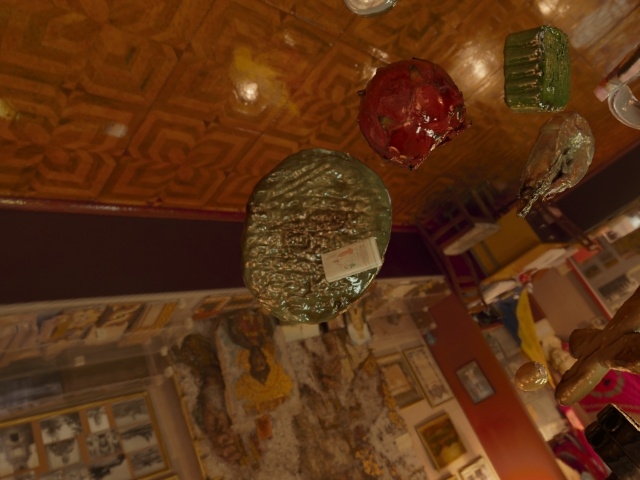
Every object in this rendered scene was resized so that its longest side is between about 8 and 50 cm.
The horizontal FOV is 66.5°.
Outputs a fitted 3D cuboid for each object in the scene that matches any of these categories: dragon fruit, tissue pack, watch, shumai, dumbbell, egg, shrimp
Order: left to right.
[{"bbox_3d":[0.000,0.000,1.187,0.324,0.397,0.323,15,176,9],"label":"shumai"},{"bbox_3d":[0.056,0.036,0.901,0.108,0.056,0.023,-19,154,15],"label":"tissue pack"},{"bbox_3d":[0.256,-0.354,1.371,0.295,0.302,0.295,-24,159,-10],"label":"dragon fruit"},{"bbox_3d":[0.621,0.404,1.444,0.080,0.080,0.096,1,141,-47],"label":"egg"},{"bbox_3d":[0.323,-0.102,0.672,0.190,0.101,0.042,-49,-164,-17],"label":"shrimp"},{"bbox_3d":[0.445,0.426,0.796,0.388,0.185,0.185,-49,152,11],"label":"dumbbell"},{"bbox_3d":[0.975,-0.451,1.460,0.196,0.231,0.244,-42,172,-16],"label":"watch"}]

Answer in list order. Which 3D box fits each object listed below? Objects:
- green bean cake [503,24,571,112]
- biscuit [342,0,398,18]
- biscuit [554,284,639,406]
[{"bbox_3d":[0.562,-0.437,1.269,0.200,0.214,0.113,-11,-168,-42],"label":"green bean cake"},{"bbox_3d":[0.116,-0.662,1.206,0.181,0.208,0.049,-20,-171,21],"label":"biscuit"},{"bbox_3d":[0.463,0.174,0.788,0.164,0.047,0.208,-57,172,-34],"label":"biscuit"}]
